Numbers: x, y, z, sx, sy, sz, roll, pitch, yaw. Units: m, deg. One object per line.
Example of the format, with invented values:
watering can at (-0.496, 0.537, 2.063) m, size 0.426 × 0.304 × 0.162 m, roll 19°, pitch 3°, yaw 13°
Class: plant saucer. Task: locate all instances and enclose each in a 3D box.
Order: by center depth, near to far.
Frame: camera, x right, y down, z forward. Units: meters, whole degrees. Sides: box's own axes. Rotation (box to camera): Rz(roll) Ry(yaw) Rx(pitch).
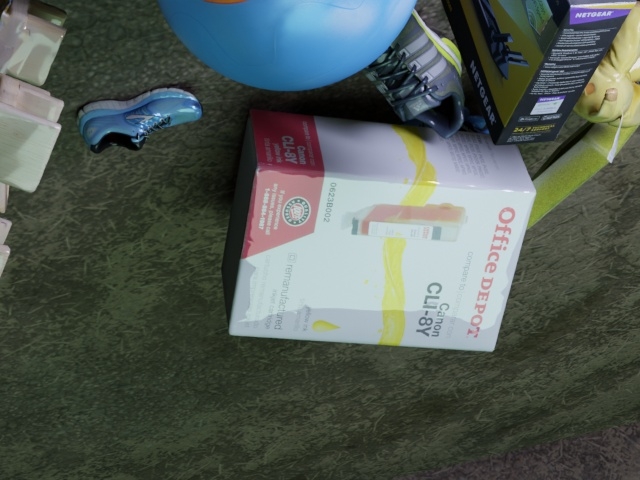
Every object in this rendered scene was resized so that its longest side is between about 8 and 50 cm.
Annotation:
plant saucer at (0.356, -0.119, 2.125) m, size 0.188 × 0.045 × 0.188 m, roll -44°, pitch 180°, yaw 43°

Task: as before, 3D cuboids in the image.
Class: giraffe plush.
giraffe plush at (0.315, -0.211, 1.943) m, size 0.170 × 0.210 × 0.181 m, roll 17°, pitch 156°, yaw 23°

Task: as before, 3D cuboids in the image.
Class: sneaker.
sneaker at (0.105, -0.225, 1.986) m, size 0.111 × 0.121 × 0.300 m, roll -32°, pitch 148°, yaw 26°
sneaker at (-0.228, -0.145, 2.000) m, size 0.162 × 0.073 × 0.063 m, roll -14°, pitch 151°, yaw -6°

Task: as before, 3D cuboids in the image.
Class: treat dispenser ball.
treat dispenser ball at (-0.034, -0.298, 1.606) m, size 0.288 × 0.288 × 0.288 m, roll -13°, pitch 151°, yaw -7°

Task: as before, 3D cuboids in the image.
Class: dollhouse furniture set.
dollhouse furniture set at (-0.366, -0.203, 1.475) m, size 0.256 × 0.362 × 0.394 m, roll 21°, pitch 111°, yaw -17°

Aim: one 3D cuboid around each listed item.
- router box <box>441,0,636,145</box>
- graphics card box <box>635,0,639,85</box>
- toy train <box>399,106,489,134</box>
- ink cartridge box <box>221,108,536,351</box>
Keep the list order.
router box at (0.219, -0.298, 1.719) m, size 0.081 × 0.309 × 0.243 m, roll -6°, pitch 149°, yaw -19°
graphics card box at (0.493, -0.313, 2.067) m, size 0.371 × 0.094 × 0.233 m, roll -25°, pitch 150°, yaw 17°
toy train at (0.197, -0.132, 2.252) m, size 0.105 × 0.080 × 0.184 m, roll -23°, pitch 152°, yaw 28°
ink cartridge box at (0.074, -0.009, 2.138) m, size 0.384 × 0.160 × 0.279 m, roll 4°, pitch 122°, yaw -11°
